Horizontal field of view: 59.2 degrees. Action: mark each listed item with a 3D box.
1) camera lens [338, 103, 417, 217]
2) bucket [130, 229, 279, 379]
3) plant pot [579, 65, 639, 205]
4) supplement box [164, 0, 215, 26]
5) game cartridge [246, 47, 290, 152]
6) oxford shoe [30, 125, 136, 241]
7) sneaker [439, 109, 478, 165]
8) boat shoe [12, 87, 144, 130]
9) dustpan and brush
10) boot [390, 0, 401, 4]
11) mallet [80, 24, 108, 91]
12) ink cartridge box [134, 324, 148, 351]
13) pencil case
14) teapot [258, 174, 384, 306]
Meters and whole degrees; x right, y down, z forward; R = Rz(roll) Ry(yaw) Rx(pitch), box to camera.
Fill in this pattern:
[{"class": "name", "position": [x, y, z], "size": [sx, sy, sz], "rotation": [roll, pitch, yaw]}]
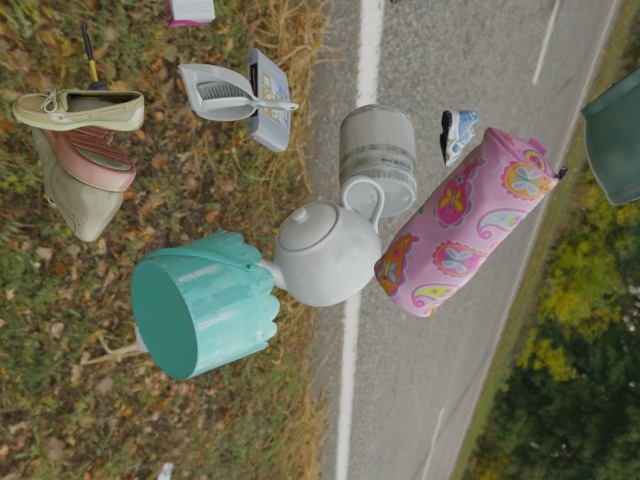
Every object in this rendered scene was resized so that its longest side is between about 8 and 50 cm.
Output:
[{"class": "camera lens", "position": [0.161, -0.231, 1.602], "size": [0.219, 0.219, 0.274], "rotation": [67, 22, -58]}, {"class": "bucket", "position": [-0.236, 0.127, 1.116], "size": [0.183, 0.281, 0.281], "rotation": [-19, 132, -42]}, {"class": "plant pot", "position": [0.635, -0.233, 1.087], "size": [0.293, 0.196, 0.293], "rotation": [-37, 177, -2]}, {"class": "supplement box", "position": [-0.355, -0.686, 1.481], "size": [0.114, 0.111, 0.220], "rotation": [-13, 104, -22]}, {"class": "game cartridge", "position": [-0.167, -0.450, 1.841], "size": [0.198, 0.062, 0.297], "rotation": [19, 65, -56]}, {"class": "oxford shoe", "position": [-0.443, -0.132, 0.987], "size": [0.140, 0.397, 0.146], "rotation": [14, 107, -36]}, {"class": "sneaker", "position": [0.351, -0.257, 1.439], "size": [0.211, 0.081, 0.080], "rotation": [75, 5, -68]}, {"class": "boat shoe", "position": [-0.301, -0.170, 0.706], "size": [0.153, 0.056, 0.048], "rotation": [2, 143, -18]}, {"class": "dustpan and brush", "position": [-0.148, -0.266, 1.052], "size": [0.147, 0.211, 0.060], "rotation": [92, -6, -67]}, {"class": "boot", "position": [0.059, -0.366, 0.537], "size": [0.118, 0.223, 0.338], "rotation": [-36, -158, 57]}, {"class": "mallet", "position": [-0.492, -0.382, 1.213], "size": [0.039, 0.189, 0.062], "rotation": [-14, 176, -14]}, {"class": "ink cartridge box", "position": [-0.380, 0.234, 1.485], "size": [0.175, 0.127, 0.072], "rotation": [-26, 116, -62]}, {"class": "pencil case", "position": [0.194, -0.023, 0.774], "size": [0.124, 0.124, 0.284], "rotation": [-13, 144, -57]}, {"class": "teapot", "position": [0.000, 0.000, 1.203], "size": [0.187, 0.252, 0.256], "rotation": [58, 39, -36]}]
